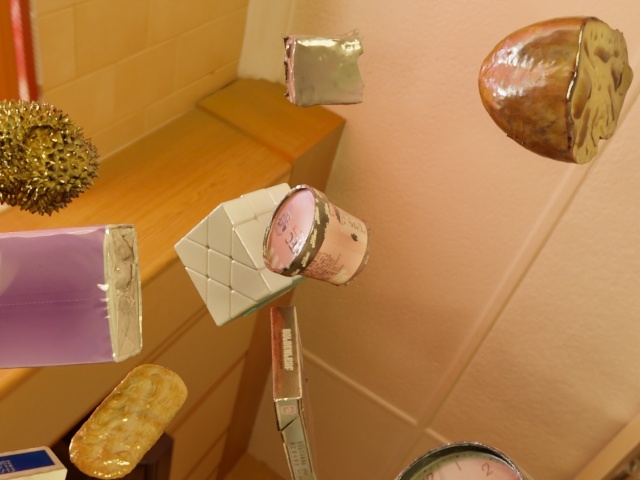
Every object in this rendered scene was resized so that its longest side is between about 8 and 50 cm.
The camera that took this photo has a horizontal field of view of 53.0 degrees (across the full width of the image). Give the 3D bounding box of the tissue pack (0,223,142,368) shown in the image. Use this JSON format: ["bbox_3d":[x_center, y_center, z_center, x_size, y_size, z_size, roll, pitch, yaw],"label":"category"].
[{"bbox_3d":[-0.493,0.099,1.123,0.339,0.160,0.242,-5,-90,4],"label":"tissue pack"}]

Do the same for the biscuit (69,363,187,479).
[{"bbox_3d":[-0.325,0.305,1.109,0.118,0.247,0.029,23,-53,9],"label":"biscuit"}]

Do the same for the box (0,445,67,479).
[{"bbox_3d":[-0.478,0.456,0.853,0.065,0.200,0.343,23,-79,43],"label":"box"}]

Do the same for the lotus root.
[{"bbox_3d":[0.317,-0.209,0.912,0.180,0.188,0.199,10,-88,41],"label":"lotus root"}]

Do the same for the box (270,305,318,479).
[{"bbox_3d":[-0.040,0.282,1.072,0.047,0.180,0.324,-7,-48,0],"label":"box"}]

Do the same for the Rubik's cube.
[{"bbox_3d":[-0.219,0.044,2.088,0.322,0.316,0.318,-35,-97,40],"label":"Rubik's cube"}]

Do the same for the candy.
[{"bbox_3d":[0.006,-0.421,1.563,0.195,0.137,0.184,-3,-74,-10],"label":"candy"}]

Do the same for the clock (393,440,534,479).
[{"bbox_3d":[0.234,0.504,1.117,0.325,0.325,0.067,-15,-55,41],"label":"clock"}]

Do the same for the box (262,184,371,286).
[{"bbox_3d":[0.000,0.000,1.059,0.135,0.151,0.151,21,-36,-30],"label":"box"}]

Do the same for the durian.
[{"bbox_3d":[-0.624,-0.187,1.396,0.258,0.258,0.293,12,-9,28],"label":"durian"}]
